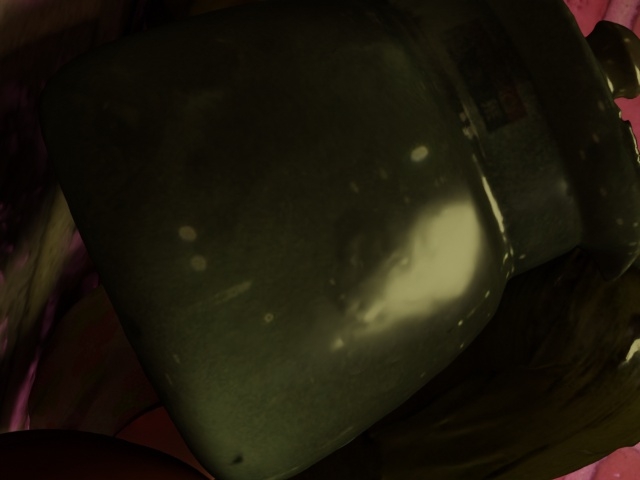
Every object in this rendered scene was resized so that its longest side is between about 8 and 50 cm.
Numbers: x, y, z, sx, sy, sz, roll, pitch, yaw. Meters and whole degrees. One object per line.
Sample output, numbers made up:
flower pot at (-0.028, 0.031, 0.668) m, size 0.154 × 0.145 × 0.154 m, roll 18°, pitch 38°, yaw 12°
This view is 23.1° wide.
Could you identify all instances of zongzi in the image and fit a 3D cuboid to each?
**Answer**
zongzi at (0.046, 0.141, 0.928) m, size 0.356 × 0.174 × 0.393 m, roll -8°, pitch -130°, yaw 56°

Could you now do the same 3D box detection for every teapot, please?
teapot at (0.017, -0.065, 0.775) m, size 0.285 × 0.305 × 0.223 m, roll -24°, pitch 153°, yaw -4°

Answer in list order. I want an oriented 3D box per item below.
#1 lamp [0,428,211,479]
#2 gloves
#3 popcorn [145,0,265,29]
lamp at (-0.127, 0.239, 0.729) m, size 0.303 × 0.257 × 0.303 m, roll -14°, pitch -106°, yaw 61°
gloves at (-0.112, 0.073, 0.970) m, size 0.145 × 0.126 × 0.241 m, roll -65°, pitch -153°, yaw 18°
popcorn at (0.003, -0.122, 0.947) m, size 0.266 × 0.192 × 0.233 m, roll -59°, pitch 175°, yaw 1°
